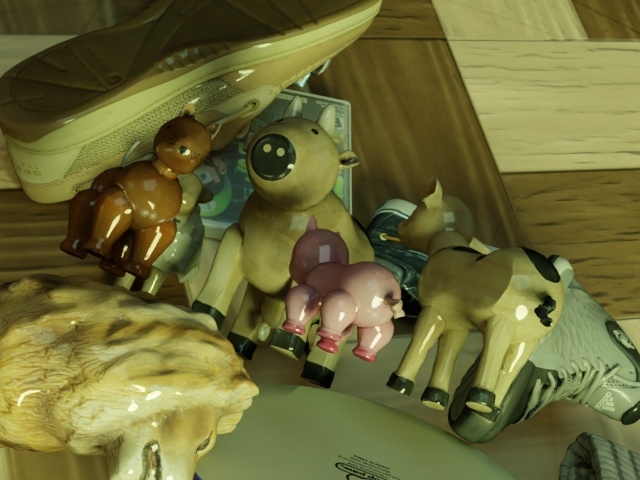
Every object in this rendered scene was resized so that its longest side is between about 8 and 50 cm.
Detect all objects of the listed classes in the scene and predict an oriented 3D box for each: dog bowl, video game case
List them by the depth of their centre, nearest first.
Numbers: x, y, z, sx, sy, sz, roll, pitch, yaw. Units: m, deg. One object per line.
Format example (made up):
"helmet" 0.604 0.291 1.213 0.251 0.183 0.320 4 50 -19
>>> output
"dog bowl" 0.016 0.201 0.972 0.265 0.104 0.265 16 17 -5
"video game case" -0.064 -0.071 1.274 0.190 0.022 0.173 11 53 -14

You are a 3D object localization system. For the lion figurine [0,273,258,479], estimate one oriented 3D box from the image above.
"lion figurine" -0.245 0.100 0.925 0.240 0.392 0.142 6 79 -47

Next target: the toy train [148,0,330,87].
"toy train" -0.074 -0.207 1.320 0.184 0.080 0.105 28 11 -12

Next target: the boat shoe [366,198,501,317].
"boat shoe" 0.113 0.041 1.240 0.183 0.065 0.083 27 53 7

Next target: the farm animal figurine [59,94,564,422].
"farm animal figurine" 0.000 0.000 1.045 0.330 0.327 0.172 23 78 1

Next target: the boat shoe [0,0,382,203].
"boat shoe" -0.104 -0.137 1.216 0.341 0.110 0.121 -23 47 -16

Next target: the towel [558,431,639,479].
"towel" 0.265 0.264 1.026 0.235 0.121 0.283 31 10 0

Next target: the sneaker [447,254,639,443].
"sneaker" 0.191 0.107 1.118 0.132 0.086 0.228 40 38 1
